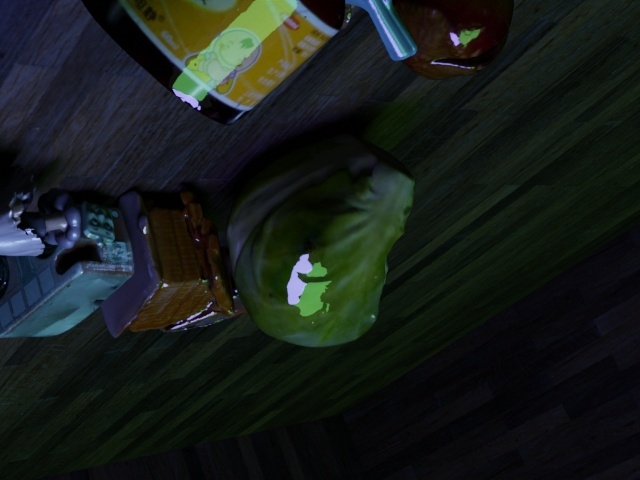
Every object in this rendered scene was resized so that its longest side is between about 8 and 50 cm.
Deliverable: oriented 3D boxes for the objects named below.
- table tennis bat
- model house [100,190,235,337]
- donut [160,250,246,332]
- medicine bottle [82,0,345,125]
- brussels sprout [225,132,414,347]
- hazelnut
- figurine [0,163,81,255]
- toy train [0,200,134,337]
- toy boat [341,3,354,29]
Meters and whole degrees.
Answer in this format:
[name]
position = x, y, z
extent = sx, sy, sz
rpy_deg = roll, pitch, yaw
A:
[table tennis bat]
position = 0.052, -0.315, 1.159
extent = 0.149, 0.038, 0.237
rpy_deg = -8, 131, 37
[model house]
position = -0.256, 0.039, 1.682
extent = 0.229, 0.200, 0.219
rpy_deg = 1, 154, -46
[donut]
position = -0.199, 0.067, 1.902
extent = 0.344, 0.136, 0.259
rpy_deg = -19, 161, -7
[medicine bottle]
position = -0.043, -0.324, 0.979
extent = 0.395, 0.242, 0.242
rpy_deg = -45, 154, 15
[brussels sprout]
position = 0.000, 0.000, 1.667
extent = 0.314, 0.276, 0.371
rpy_deg = 17, 103, -23
[hazelnut]
position = 0.171, -0.310, 1.327
extent = 0.177, 0.178, 0.204
rpy_deg = -21, 165, -5
[figurine]
position = -0.514, -0.018, 1.299
extent = 0.386, 0.166, 0.207
rpy_deg = -7, -166, -44
[toy train]
position = -0.444, 0.062, 1.601
extent = 0.326, 0.159, 0.129
rpy_deg = -34, 155, 31
[toy boat]
position = -0.043, -0.299, 1.215
extent = 0.225, 0.088, 0.068
rpy_deg = -13, 158, -27
